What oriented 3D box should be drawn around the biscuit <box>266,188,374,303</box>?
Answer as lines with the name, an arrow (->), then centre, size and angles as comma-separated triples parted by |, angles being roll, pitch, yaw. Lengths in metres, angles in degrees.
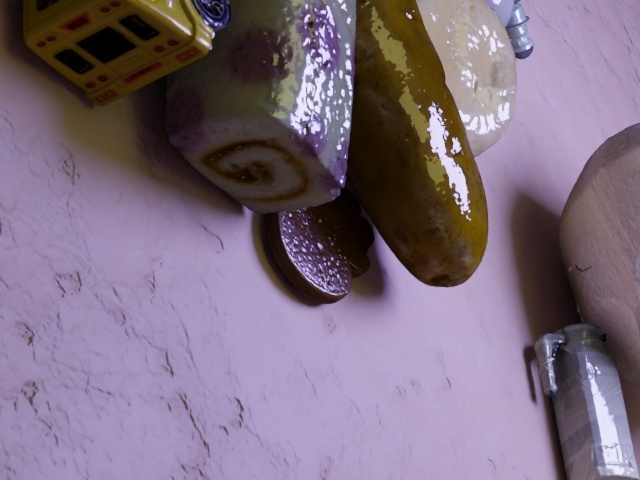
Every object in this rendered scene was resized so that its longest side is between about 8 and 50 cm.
biscuit -> 0.000, 0.000, 1.680 | 0.175, 0.026, 0.124 | -27, 90, -59

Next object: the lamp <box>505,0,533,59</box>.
lamp -> 0.257, -0.323, 2.286 | 0.091, 0.091, 0.163 | -60, 137, -55

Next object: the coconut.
coconut -> 0.480, 0.039, 2.091 | 0.346, 0.346, 0.360 | 28, 37, -46

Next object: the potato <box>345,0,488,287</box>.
potato -> 0.071, -0.124, 1.754 | 0.176, 0.195, 0.369 | -20, 84, -25

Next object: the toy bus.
toy bus -> -0.181, -0.297, 1.491 | 0.151, 0.145, 0.331 | 32, 43, -46

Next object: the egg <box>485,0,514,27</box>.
egg -> 0.192, -0.320, 2.143 | 0.135, 0.103, 0.103 | 59, 30, -20

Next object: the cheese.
cheese -> 0.133, -0.208, 1.963 | 0.214, 0.117, 0.226 | 32, 48, -35

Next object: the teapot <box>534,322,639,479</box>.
teapot -> 0.306, 0.197, 1.982 | 0.107, 0.077, 0.200 | 13, 56, -31

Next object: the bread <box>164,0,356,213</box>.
bread -> -0.048, -0.216, 1.585 | 0.187, 0.155, 0.338 | 35, 49, -54
